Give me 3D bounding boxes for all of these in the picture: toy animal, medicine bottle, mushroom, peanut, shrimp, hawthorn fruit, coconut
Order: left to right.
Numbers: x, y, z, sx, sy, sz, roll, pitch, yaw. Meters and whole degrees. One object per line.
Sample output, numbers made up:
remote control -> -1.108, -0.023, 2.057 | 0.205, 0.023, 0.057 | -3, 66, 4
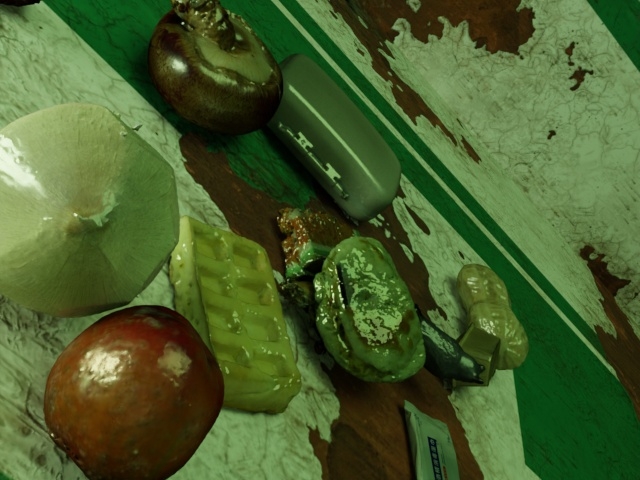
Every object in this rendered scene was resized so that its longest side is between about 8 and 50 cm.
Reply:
coconut -> -0.243, -0.029, 0.671 | 0.224, 0.234, 0.224 | 1, 88, -32
hawthorn fruit -> -0.176, 0.145, 0.650 | 0.173, 0.173, 0.172 | 38, 31, -28
mushroom -> -0.191, -0.312, 1.183 | 0.278, 0.163, 0.297 | 50, 26, -25
shrimp -> -0.021, 0.119, 1.050 | 0.178, 0.034, 0.124 | 32, 43, -70
medicine bottle -> 0.024, -0.227, 1.451 | 0.375, 0.123, 0.282 | 46, 26, -12
toy animal -> 0.202, 0.176, 1.190 | 0.210, 0.117, 0.121 | 17, 24, 4
peanut -> 0.393, 0.170, 1.573 | 0.136, 0.120, 0.298 | 40, 27, -34

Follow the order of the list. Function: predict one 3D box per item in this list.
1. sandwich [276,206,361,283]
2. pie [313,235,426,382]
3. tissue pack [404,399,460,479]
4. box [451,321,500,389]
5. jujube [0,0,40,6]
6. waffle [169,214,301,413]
sandwich -> 0.011, 0.005, 1.207 | 0.235, 0.079, 0.159 | 4, 54, -55
pie -> 0.083, 0.107, 1.069 | 0.201, 0.090, 0.247 | -3, 66, -39
tissue pack -> 0.190, 0.371, 1.117 | 0.123, 0.026, 0.193 | 34, 32, -31
box -> 0.309, 0.240, 1.381 | 0.111, 0.111, 0.177 | 56, 27, 5
jujube -> -0.452, -0.379, 0.924 | 0.166, 0.104, 0.104 | 5, 53, -42
waffle -> -0.119, 0.097, 0.919 | 0.168, 0.057, 0.274 | 23, 39, -45
